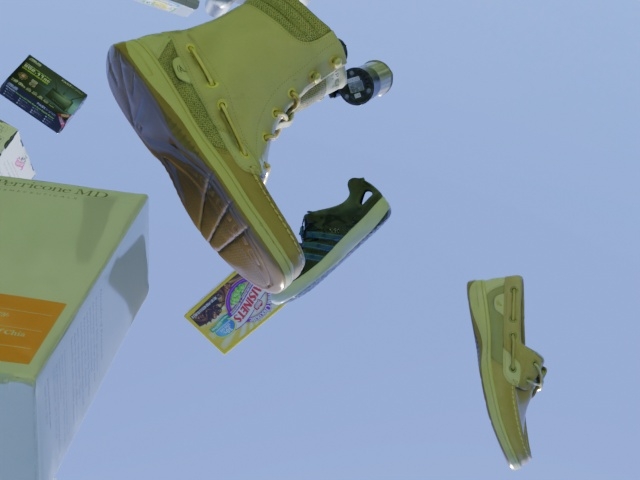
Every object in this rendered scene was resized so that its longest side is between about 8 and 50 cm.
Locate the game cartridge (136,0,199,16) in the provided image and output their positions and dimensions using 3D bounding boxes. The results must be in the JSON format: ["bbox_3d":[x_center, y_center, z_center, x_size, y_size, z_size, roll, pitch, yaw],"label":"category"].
[{"bbox_3d":[-0.188,-0.288,1.293,0.083,0.017,0.056,15,172,-19],"label":"game cartridge"}]

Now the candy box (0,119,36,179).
[{"bbox_3d":[-0.515,-0.071,1.608,0.070,0.165,0.196,29,-110,6],"label":"candy box"}]

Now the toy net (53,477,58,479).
[{"bbox_3d":[-0.411,0.327,1.406,0.232,0.122,0.045,-10,-125,21],"label":"toy net"}]

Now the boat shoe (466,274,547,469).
[{"bbox_3d":[0.291,0.192,1.646,0.098,0.109,0.302,-11,-119,10],"label":"boat shoe"}]

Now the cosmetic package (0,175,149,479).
[{"bbox_3d":[-0.364,0.090,1.282,0.230,0.162,0.453,7,-154,3],"label":"cosmetic package"}]

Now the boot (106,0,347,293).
[{"bbox_3d":[-0.045,-0.100,0.987,0.203,0.095,0.262,-30,-102,-30],"label":"boot"}]

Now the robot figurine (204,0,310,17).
[{"bbox_3d":[-0.071,-0.516,1.774,0.299,0.354,0.200,25,176,-15],"label":"robot figurine"}]

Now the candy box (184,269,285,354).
[{"bbox_3d":[-0.136,0.107,1.901,0.105,0.206,0.027,44,-152,-11],"label":"candy box"}]

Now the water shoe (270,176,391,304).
[{"bbox_3d":[0.000,0.000,1.439,0.080,0.203,0.073,49,-178,6],"label":"water shoe"}]

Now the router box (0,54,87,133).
[{"bbox_3d":[-0.466,-0.247,1.839,0.122,0.038,0.092,35,-144,-12],"label":"router box"}]

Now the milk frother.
[{"bbox_3d":[0.080,-0.381,2.411,0.129,0.143,0.135,6,-162,20],"label":"milk frother"}]
